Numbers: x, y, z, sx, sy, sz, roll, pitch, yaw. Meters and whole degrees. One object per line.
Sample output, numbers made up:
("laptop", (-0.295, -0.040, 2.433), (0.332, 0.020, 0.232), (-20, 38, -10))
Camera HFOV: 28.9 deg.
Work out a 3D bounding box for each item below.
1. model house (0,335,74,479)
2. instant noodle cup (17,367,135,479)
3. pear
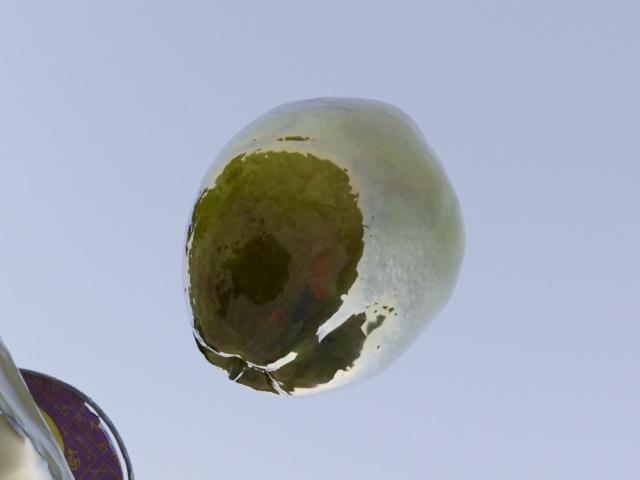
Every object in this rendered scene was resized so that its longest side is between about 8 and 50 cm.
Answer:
("model house", (-0.347, 0.007, 0.475), (0.382, 0.342, 0.334), (49, -13, 44))
("instant noodle cup", (-0.412, 0.293, 1.525), (0.340, 0.340, 0.266), (70, -14, -11))
("pear", (0.000, 0.000, 1.163), (0.269, 0.321, 0.269), (26, -30, 16))
